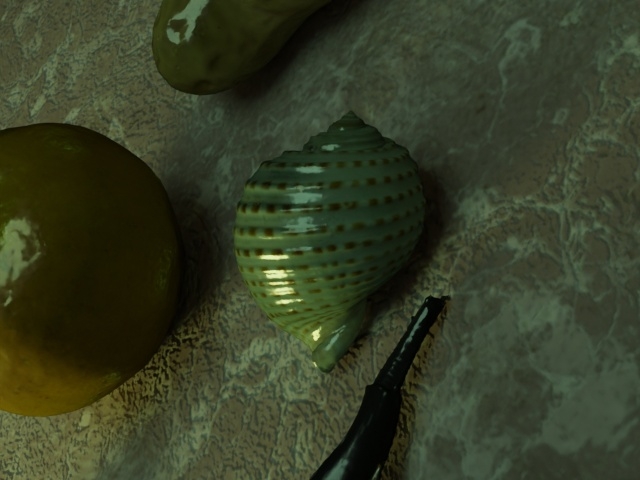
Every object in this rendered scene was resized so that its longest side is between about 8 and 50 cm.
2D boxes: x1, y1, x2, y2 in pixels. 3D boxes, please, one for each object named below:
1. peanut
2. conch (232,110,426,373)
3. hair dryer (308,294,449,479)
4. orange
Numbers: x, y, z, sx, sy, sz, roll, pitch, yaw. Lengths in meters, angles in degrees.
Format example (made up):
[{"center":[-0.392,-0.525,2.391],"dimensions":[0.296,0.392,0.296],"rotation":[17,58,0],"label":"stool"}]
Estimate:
[{"center":[-0.044,-0.259,1.196],"dimensions":[0.319,0.147,0.147],"rotation":[-44,44,20],"label":"peanut"},{"center":[-0.007,-0.006,1.030],"dimensions":[0.172,0.131,0.200],"rotation":[18,84,50],"label":"conch"},{"center":[0.037,0.200,0.925],"dimensions":[0.304,0.120,0.359],"rotation":[15,74,42],"label":"hair dryer"},{"center":[-0.257,0.026,1.217],"dimensions":[0.279,0.235,0.279],"rotation":[-10,71,31],"label":"orange"}]
